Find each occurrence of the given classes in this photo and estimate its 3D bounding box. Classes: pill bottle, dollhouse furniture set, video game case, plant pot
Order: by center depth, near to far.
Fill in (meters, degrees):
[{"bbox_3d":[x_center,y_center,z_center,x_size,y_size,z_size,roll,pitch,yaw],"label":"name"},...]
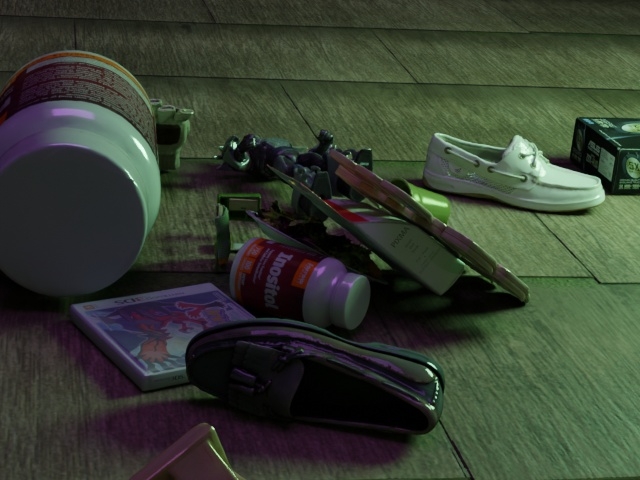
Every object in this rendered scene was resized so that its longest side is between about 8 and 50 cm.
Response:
[{"bbox_3d":[-0.157,0.102,1.587,0.183,0.023,0.201,-9,24,-31],"label":"video game case"},{"bbox_3d":[-0.023,0.053,1.656,0.152,0.086,0.086,15,23,26],"label":"pill bottle"},{"bbox_3d":[-0.314,-0.089,1.780,0.224,0.224,0.392,1,20,-8],"label":"pill bottle"},{"bbox_3d":[-0.107,-0.016,1.838,0.058,0.076,0.151,3,20,-3],"label":"dollhouse furniture set"},{"bbox_3d":[0.134,-0.042,1.971,0.079,0.083,0.083,6,17,-33],"label":"plant pot"}]

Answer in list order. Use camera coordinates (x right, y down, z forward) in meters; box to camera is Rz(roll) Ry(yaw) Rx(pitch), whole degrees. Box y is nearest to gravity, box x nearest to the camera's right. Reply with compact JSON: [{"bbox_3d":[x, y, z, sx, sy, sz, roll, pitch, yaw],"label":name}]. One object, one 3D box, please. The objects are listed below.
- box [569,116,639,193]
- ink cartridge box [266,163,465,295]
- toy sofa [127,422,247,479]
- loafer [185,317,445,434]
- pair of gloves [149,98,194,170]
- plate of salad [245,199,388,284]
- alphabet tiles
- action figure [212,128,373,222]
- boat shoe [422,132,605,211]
[{"bbox_3d":[0.505,-0.138,2.288,0.147,0.077,0.180,0,21,-13],"label":"box"},{"bbox_3d":[0.053,-0.031,1.729,0.225,0.056,0.181,40,-3,-19],"label":"ink cartridge box"},{"bbox_3d":[-0.007,0.293,0.983,0.150,0.177,0.362,-38,41,-26],"label":"toy sofa"},{"bbox_3d":[-0.007,0.141,1.425,0.267,0.096,0.084,7,26,0],"label":"loafer"},{"bbox_3d":[-0.308,-0.151,2.045,0.240,0.204,0.042,3,62,-13],"label":"pair of gloves"},{"bbox_3d":[0.000,0.000,1.767,0.200,0.048,0.200,27,4,-2],"label":"plate of salad"},{"bbox_3d":[0.133,-0.014,1.745,0.278,0.021,0.284,36,-1,-40],"label":"alphabet tiles"},{"bbox_3d":[-0.040,-0.115,2.092,0.185,0.099,0.285,-14,24,-29],"label":"action figure"},{"bbox_3d":[0.292,-0.109,2.138,0.277,0.096,0.098,9,20,11],"label":"boat shoe"}]
